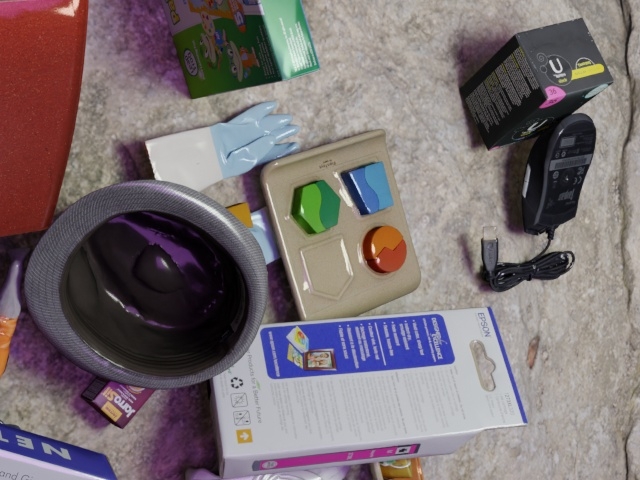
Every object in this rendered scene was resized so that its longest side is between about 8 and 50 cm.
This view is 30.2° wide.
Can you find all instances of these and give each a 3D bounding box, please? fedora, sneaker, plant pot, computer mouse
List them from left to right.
[{"bbox_3d":[-0.392,-0.127,1.185,0.267,0.267,0.236,-10,108,-29],"label":"plant pot"},{"bbox_3d":[-0.193,0.036,1.332,0.275,0.124,0.244,31,102,-24],"label":"fedora"},{"bbox_3d":[-0.062,0.277,1.468,0.232,0.090,0.115,-21,98,-29],"label":"sneaker"},{"bbox_3d":[0.288,-0.054,1.650,0.184,0.060,0.262,-16,124,-31],"label":"computer mouse"}]

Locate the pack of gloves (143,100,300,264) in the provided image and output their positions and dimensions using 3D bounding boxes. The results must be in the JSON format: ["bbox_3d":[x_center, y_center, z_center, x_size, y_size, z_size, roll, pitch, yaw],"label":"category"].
[{"bbox_3d":[-0.106,-0.058,1.469,0.232,0.046,0.195,-24,102,-37],"label":"pack of gloves"}]

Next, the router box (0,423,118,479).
[{"bbox_3d":[-0.402,0.308,1.120,0.335,0.082,0.301,23,92,-23],"label":"router box"}]

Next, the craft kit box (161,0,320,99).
[{"bbox_3d":[-0.113,-0.293,1.333,0.061,0.246,0.250,-21,101,-24],"label":"craft kit box"}]

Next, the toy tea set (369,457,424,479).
[{"bbox_3d":[0.137,0.305,1.513,0.124,0.200,0.336,-12,95,6],"label":"toy tea set"}]

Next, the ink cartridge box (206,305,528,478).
[{"bbox_3d":[0.049,0.178,1.432,0.370,0.069,0.176,-5,54,-10],"label":"ink cartridge box"}]

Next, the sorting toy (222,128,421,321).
[{"bbox_3d":[0.000,0.000,1.495,0.307,0.041,0.229,-20,102,-37],"label":"sorting toy"}]

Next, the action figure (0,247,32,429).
[{"bbox_3d":[-0.435,0.176,1.207,0.341,0.178,0.330,-1,85,-29],"label":"action figure"}]

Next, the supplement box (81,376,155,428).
[{"bbox_3d":[-0.231,0.171,1.393,0.055,0.043,0.083,47,70,-23],"label":"supplement box"}]

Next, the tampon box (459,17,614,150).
[{"bbox_3d":[0.288,-0.209,1.597,0.120,0.161,0.101,-18,78,-27],"label":"tampon box"}]
